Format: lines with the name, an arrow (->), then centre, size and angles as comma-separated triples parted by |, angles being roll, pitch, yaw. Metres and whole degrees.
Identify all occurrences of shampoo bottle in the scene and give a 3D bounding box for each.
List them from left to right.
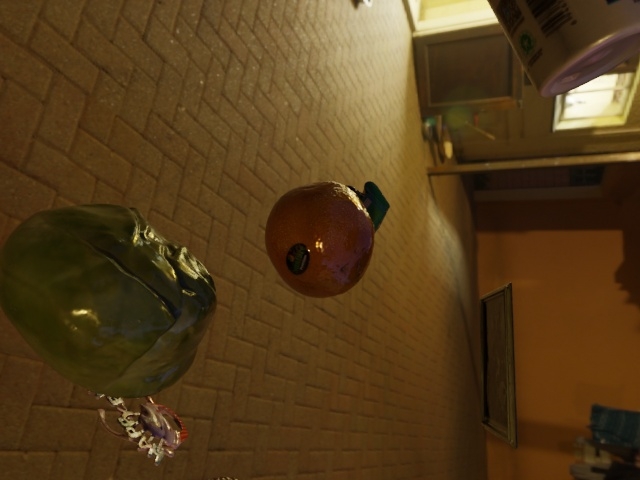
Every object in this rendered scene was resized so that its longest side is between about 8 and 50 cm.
shampoo bottle -> 0.149, -0.267, 0.379 | 0.092, 0.092, 0.303 | 4, 62, -67

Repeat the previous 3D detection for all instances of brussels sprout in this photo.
brussels sprout -> -0.293, 0.081, 0.700 | 0.328, 0.247, 0.328 | 52, -1, 1

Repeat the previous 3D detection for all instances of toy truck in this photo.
toy truck -> 0.059, -0.026, 1.097 | 0.253, 0.124, 0.114 | -56, 172, -26

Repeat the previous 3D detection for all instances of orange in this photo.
orange -> 0.000, 0.000, 0.837 | 0.206, 0.206, 0.205 | 0, 90, -67

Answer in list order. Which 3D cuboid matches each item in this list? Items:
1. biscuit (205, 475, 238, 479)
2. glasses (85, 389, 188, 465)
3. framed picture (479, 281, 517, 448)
biscuit -> -0.183, 0.569, 0.941 | 0.172, 0.255, 0.029 | 8, 103, -43
glasses -> -0.332, 0.286, 0.790 | 0.095, 0.256, 0.162 | -51, 157, -11
framed picture -> 0.351, 0.244, 0.967 | 0.232, 0.019, 0.295 | 67, 25, -75
